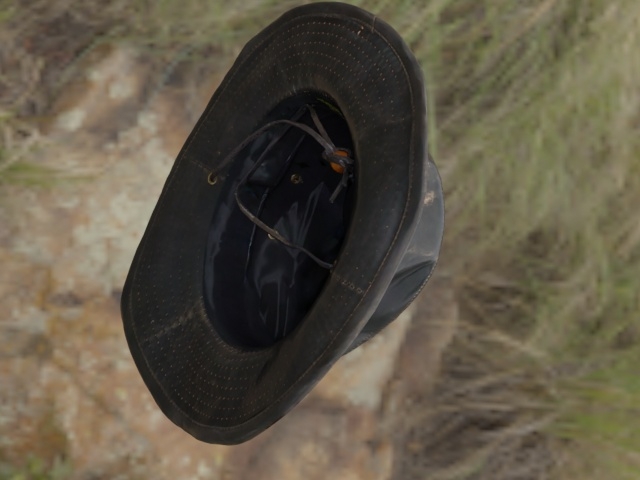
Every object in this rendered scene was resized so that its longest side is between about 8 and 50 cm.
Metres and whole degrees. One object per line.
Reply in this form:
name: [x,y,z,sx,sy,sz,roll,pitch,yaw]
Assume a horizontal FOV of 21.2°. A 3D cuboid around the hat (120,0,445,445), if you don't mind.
hat: [0.000,0.000,1.259,0.134,0.331,0.331,22,72,-39]
